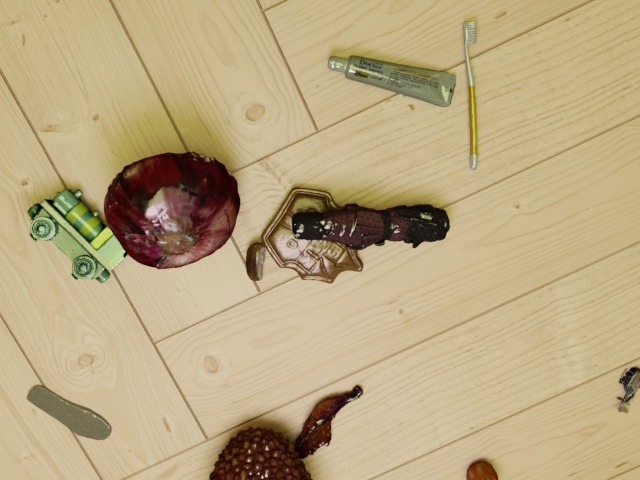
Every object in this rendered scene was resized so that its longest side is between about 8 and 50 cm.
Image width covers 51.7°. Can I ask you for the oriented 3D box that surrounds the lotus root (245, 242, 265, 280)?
[{"bbox_3d":[-0.135,0.043,1.337,0.037,0.030,0.083,16,113,24],"label":"lotus root"}]

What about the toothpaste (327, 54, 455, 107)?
[{"bbox_3d":[0.138,-0.316,1.280,0.255,0.037,0.067,11,96,-9],"label":"toothpaste"}]

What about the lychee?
[{"bbox_3d":[-0.123,0.519,1.356,0.271,0.271,0.272,-1,102,-3],"label":"lychee"}]

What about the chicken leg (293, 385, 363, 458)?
[{"bbox_3d":[0.009,0.390,1.423,0.093,0.053,0.205,26,108,-31],"label":"chicken leg"}]

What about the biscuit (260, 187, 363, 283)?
[{"bbox_3d":[0.000,0.001,1.343,0.215,0.034,0.182,33,99,-10],"label":"biscuit"}]

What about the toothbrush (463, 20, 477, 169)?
[{"bbox_3d":[0.301,-0.283,1.303,0.024,0.021,0.289,-4,103,8],"label":"toothbrush"}]

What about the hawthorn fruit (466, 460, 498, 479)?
[{"bbox_3d":[0.359,0.528,1.459,0.077,0.077,0.077,-1,102,-3],"label":"hawthorn fruit"}]

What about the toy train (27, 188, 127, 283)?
[{"bbox_3d":[-0.471,-0.013,1.297,0.132,0.083,0.200,-44,101,-5],"label":"toy train"}]

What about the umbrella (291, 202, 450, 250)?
[{"bbox_3d":[0.099,-0.026,1.294,0.325,0.090,0.094,-3,100,-15],"label":"umbrella"}]

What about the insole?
[{"bbox_3d":[-0.534,0.370,1.407,0.192,0.010,0.063,34,98,-9],"label":"insole"}]

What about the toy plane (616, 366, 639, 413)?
[{"bbox_3d":[0.683,0.324,1.453,0.049,0.031,0.121,22,98,-16],"label":"toy plane"}]

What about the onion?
[{"bbox_3d":[-0.281,-0.070,1.234,0.251,0.219,0.252,-18,146,-13],"label":"onion"}]
